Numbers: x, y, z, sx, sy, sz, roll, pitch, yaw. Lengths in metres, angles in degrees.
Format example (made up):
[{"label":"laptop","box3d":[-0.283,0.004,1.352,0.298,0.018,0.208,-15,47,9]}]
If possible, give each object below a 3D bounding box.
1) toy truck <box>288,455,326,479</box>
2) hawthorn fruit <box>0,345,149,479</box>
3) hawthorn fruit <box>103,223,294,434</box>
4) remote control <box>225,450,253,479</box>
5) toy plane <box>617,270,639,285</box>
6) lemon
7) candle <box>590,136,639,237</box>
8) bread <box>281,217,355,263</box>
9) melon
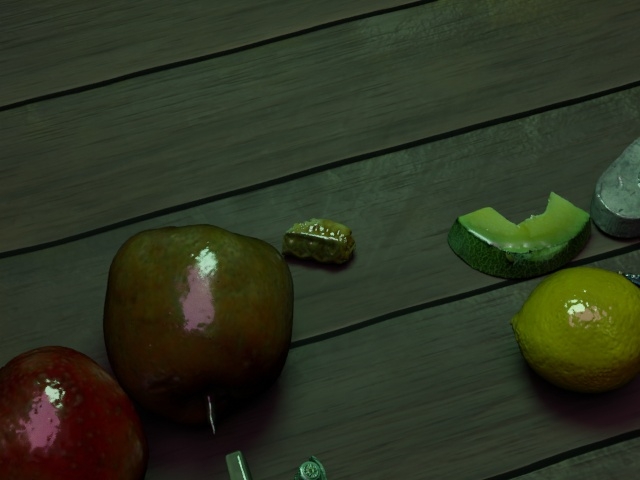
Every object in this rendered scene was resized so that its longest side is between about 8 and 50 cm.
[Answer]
[{"label":"toy truck","box3d":[0.006,0.372,1.621,0.078,0.080,0.154,-1,57,-23]},{"label":"hawthorn fruit","box3d":[-0.344,0.293,1.588,0.265,0.265,0.307,-40,87,-19]},{"label":"hawthorn fruit","box3d":[-0.170,0.129,1.672,0.268,0.268,0.301,-3,63,1]},{"label":"remote control","box3d":[-0.071,0.415,1.570,0.038,0.123,0.285,-15,58,-5]},{"label":"toy plane","box3d":[0.532,0.068,1.778,0.188,0.062,0.135,27,36,21]},{"label":"lemon","box3d":[0.367,0.124,1.689,0.203,0.178,0.178,7,60,9]},{"label":"candle","box3d":[0.512,-0.083,1.865,0.192,0.068,0.168,0,58,-1]},{"label":"bread","box3d":[0.000,0.000,1.846,0.110,0.060,0.066,9,76,9]},{"label":"melon","box3d":[0.310,-0.008,1.836,0.209,0.064,0.118,-17,55,-10]}]
